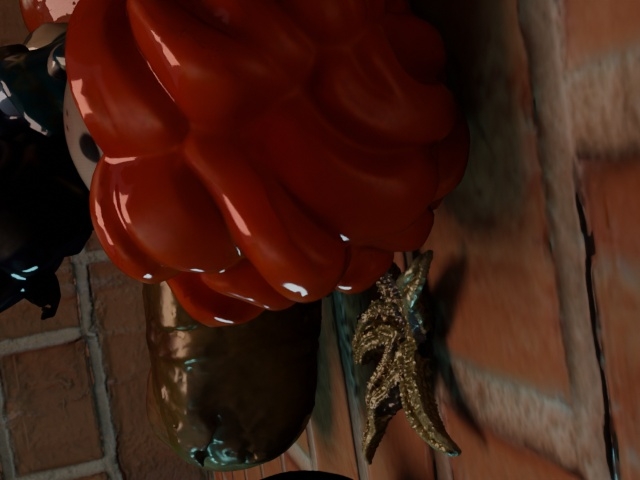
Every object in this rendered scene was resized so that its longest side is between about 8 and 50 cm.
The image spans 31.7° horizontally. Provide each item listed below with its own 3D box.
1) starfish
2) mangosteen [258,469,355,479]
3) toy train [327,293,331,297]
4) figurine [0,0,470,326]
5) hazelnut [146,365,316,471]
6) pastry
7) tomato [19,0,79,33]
[{"bbox_3d":[0.051,0.073,0.733,0.208,0.053,0.176,88,166,-47],"label":"starfish"},{"bbox_3d":[-0.007,0.288,0.847,0.243,0.243,0.243,171,90,-79],"label":"mangosteen"},{"bbox_3d":[0.000,0.000,0.967,0.148,0.038,0.071,-132,34,-68],"label":"toy train"},{"bbox_3d":[-0.107,-0.069,0.679,0.306,0.411,0.241,-47,-61,-52],"label":"figurine"},{"bbox_3d":[-0.087,0.142,1.199,0.214,0.176,0.214,-61,3,6],"label":"hazelnut"},{"bbox_3d":[-0.086,0.033,0.965,0.329,0.136,0.330,175,90,-78],"label":"pastry"},{"bbox_3d":[-0.201,-0.277,1.175,0.180,0.259,0.260,-6,-94,-61],"label":"tomato"}]
